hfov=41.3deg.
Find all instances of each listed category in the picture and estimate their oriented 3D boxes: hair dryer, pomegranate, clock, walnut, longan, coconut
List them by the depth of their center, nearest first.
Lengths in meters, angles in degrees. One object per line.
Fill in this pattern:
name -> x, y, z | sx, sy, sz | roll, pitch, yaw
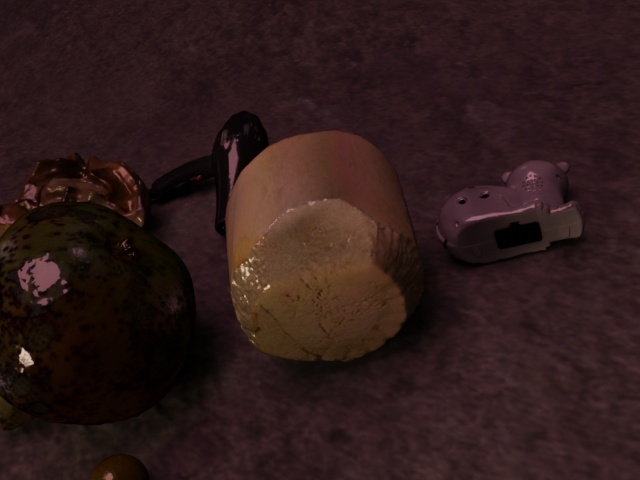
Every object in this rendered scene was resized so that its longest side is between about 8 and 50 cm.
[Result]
longan -> -0.228, 0.278, 0.949 | 0.083, 0.075, 0.075 | -48, 15, 48
coconut -> 0.000, 0.000, 1.011 | 0.239, 0.239, 0.244 | -18, 44, 9
clock -> 0.228, -0.043, 1.051 | 0.176, 0.080, 0.117 | -14, 40, 13
pomegranate -> -0.319, 0.124, 1.053 | 0.341, 0.285, 0.285 | -47, 30, 27
walnut -> -0.389, -0.032, 1.321 | 0.238, 0.141, 0.204 | -20, 44, -31
hair dryer -> -0.204, -0.077, 1.358 | 0.271, 0.091, 0.235 | -19, 47, 28

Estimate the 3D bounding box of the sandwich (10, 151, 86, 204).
sandwich -> -0.471, -0.067, 1.466 | 0.163, 0.079, 0.113 | -27, 36, 1
